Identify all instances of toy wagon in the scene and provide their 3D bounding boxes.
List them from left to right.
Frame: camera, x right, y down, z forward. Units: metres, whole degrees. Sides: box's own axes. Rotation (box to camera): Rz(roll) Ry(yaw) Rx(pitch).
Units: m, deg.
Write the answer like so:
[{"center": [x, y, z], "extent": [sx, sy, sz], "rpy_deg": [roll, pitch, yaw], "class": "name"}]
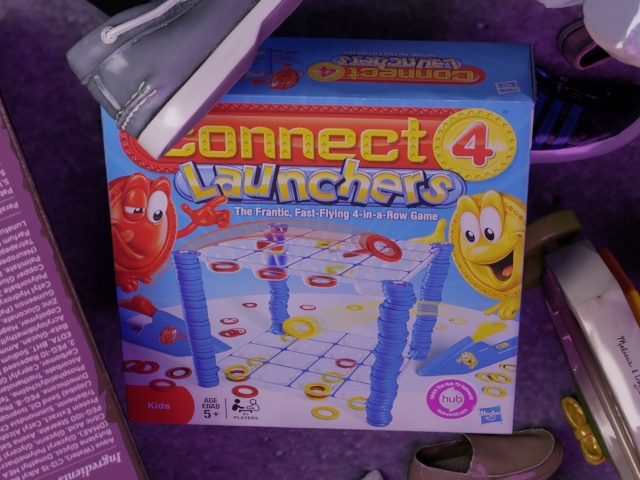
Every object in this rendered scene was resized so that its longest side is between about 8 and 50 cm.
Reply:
[{"center": [0.240, 0.124, 1.549], "extent": [0.068, 0.267, 0.344], "rpy_deg": [-23, 166, 1], "class": "toy wagon"}]

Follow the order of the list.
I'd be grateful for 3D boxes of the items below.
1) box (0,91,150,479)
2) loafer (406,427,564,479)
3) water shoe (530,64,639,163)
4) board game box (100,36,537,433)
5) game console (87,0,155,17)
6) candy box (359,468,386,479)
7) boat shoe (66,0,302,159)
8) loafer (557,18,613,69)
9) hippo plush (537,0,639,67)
[{"center": [-0.245, 0.047, 1.366], "extent": [0.143, 0.191, 0.381], "rpy_deg": [-23, 110, -8], "class": "box"}, {"center": [0.148, 0.200, 1.703], "extent": [0.148, 0.056, 0.050], "rpy_deg": [-16, 132, -2], "class": "loafer"}, {"center": [0.169, -0.107, 1.490], "extent": [0.203, 0.073, 0.080], "rpy_deg": [-12, 123, -6], "class": "water shoe"}, {"center": [0.000, 0.000, 1.409], "extent": [0.308, 0.086, 0.302], "rpy_deg": [1, 125, 3], "class": "board game box"}, {"center": [-0.090, -0.261, 1.273], "extent": [0.173, 0.250, 0.293], "rpy_deg": [45, 107, -5], "class": "game console"}, {"center": [0.036, 0.329, 1.756], "extent": [0.165, 0.070, 0.196], "rpy_deg": [-31, 125, 9], "class": "candy box"}, {"center": [-0.044, -0.202, 1.267], "extent": [0.099, 0.116, 0.319], "rpy_deg": [39, 77, -1], "class": "boat shoe"}, {"center": [0.251, -0.167, 1.487], "extent": [0.125, 0.039, 0.045], "rpy_deg": [-24, 125, 4], "class": "loafer"}, {"center": [0.296, -0.269, 1.363], "extent": [0.236, 0.234, 0.294], "rpy_deg": [-4, 147, -47], "class": "hippo plush"}]
